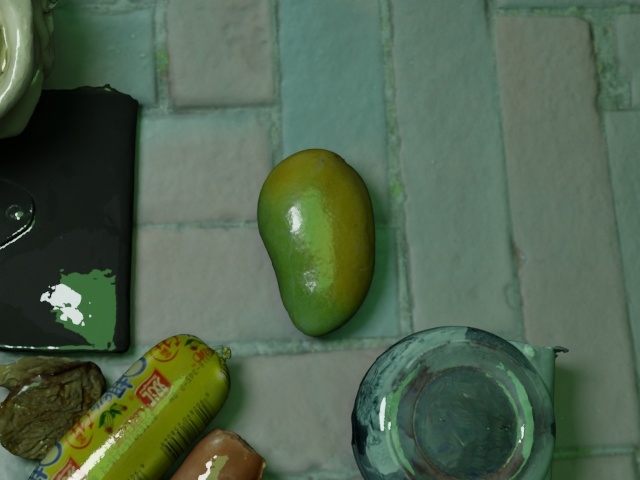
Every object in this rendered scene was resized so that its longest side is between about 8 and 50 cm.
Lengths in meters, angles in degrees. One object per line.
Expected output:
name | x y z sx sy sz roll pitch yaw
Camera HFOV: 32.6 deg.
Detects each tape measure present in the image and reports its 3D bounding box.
tape measure | 0.174 0.241 1.403 0.274 0.147 0.256 8 74 -10

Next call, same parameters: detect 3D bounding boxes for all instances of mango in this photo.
mango | 0.000 0.000 1.464 0.156 0.114 0.251 -6 73 -18

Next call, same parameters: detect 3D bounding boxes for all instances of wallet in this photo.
wallet | -0.345 -0.032 1.457 0.197 0.051 0.378 2 72 -7

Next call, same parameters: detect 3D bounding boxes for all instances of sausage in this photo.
sausage | -0.232 0.398 1.320 0.094 0.094 0.419 46 71 -4
sausage | -0.240 0.249 1.348 0.123 0.123 0.347 42 71 5

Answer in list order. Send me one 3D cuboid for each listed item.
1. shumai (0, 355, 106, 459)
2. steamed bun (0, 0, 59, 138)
shumai | -0.338 0.199 1.379 0.139 0.105 0.123 -20 121 -5
steamed bun | -0.486 -0.220 1.344 0.342 0.368 0.255 -7 102 -9
